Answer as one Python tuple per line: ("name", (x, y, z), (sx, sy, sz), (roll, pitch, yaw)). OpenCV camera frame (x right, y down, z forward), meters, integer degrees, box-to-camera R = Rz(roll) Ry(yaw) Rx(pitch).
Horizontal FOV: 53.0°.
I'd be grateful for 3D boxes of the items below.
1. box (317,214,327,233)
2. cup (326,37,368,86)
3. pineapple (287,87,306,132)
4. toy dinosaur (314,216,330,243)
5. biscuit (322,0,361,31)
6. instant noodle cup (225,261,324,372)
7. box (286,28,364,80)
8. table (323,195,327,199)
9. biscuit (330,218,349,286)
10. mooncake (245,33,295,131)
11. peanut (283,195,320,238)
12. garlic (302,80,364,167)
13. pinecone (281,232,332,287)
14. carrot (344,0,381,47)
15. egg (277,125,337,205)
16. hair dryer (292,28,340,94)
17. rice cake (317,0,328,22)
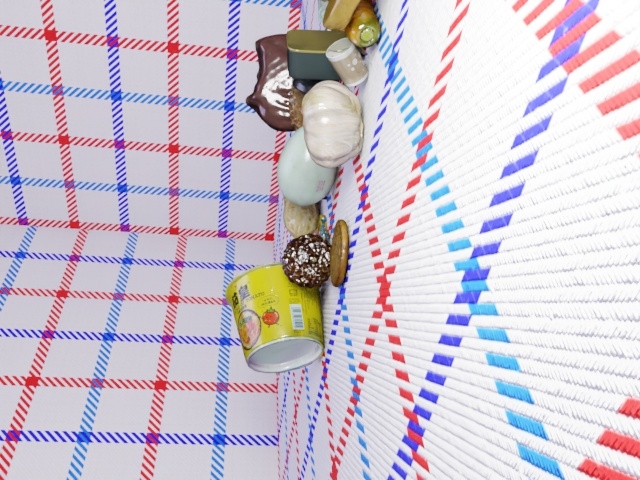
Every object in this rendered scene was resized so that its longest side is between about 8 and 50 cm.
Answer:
("box", (0.000, 0.000, 2.162), (0.087, 0.023, 0.155), (-100, 16, -50))
("cup", (0.069, -0.444, 1.578), (0.099, 0.074, 0.102), (52, -148, -40))
("pineapple", (-0.031, -0.354, 2.121), (0.340, 0.169, 0.169), (93, 175, -47))
("toy dinosaur", (0.006, -0.006, 2.017), (0.055, 0.049, 0.154), (-97, 8, -63))
("biscuit", (0.093, -0.669, 1.470), (0.394, 0.076, 0.368), (-107, 37, -63))
("instant noodle cup", (-0.129, 0.257, 2.042), (0.326, 0.325, 0.254), (105, 156, -54))
("box", (0.009, -0.490, 1.704), (0.144, 0.200, 0.090), (-98, 11, -51))
("table", (-0.014, -0.184, 2.126), (0.083, 0.082, 0.070), (102, 168, -47))
("biscuit", (0.053, 0.035, 1.754), (0.188, 0.027, 0.188), (-175, 90, -82))
("mooncake", (-0.113, -0.558, 2.219), (0.326, 0.334, 0.174), (-46, 11, -1))
("peanut", (-0.067, -0.135, 2.296), (0.153, 0.140, 0.325), (128, 147, -46))
("garlic", (0.032, -0.290, 1.607), (0.228, 0.152, 0.228), (-9, -90, -86))
("pinecone", (-0.040, 0.065, 1.917), (0.165, 0.162, 0.163), (133, 140, -74))
("carrot", (0.094, -0.521, 1.520), (0.193, 0.087, 0.087), (-97, 13, -51))
("egg", (-0.038, -0.232, 1.962), (0.183, 0.182, 0.264), (-102, 24, -62))
("hair dryer", (0.052, -0.597, 1.947), (0.284, 0.155, 0.320), (-48, -21, -70))
("rice cake", (0.020, -0.842, 2.245), (0.069, 0.063, 0.207), (104, 167, -60))
